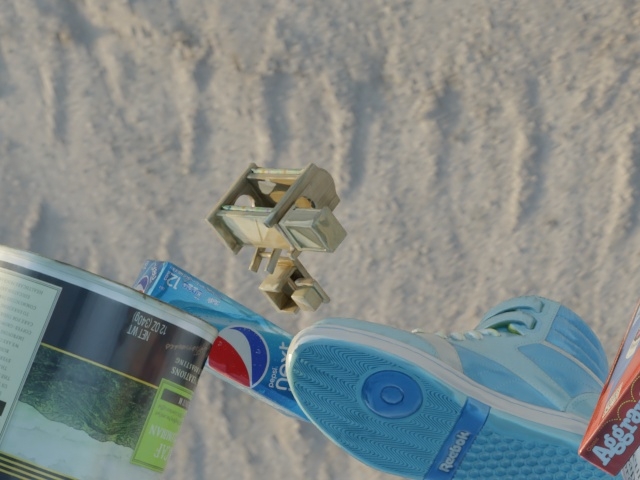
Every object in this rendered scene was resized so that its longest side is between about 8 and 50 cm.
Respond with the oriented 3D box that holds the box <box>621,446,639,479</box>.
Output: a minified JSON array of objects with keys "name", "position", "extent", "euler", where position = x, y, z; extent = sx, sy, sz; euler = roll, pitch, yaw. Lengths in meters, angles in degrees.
[{"name":"box","position":[0.264,0.250,1.047],"extent":[0.063,0.067,0.324],"euler":[91,170,-60]}]

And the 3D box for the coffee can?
[{"name":"coffee can","position":[-0.222,0.165,1.249],"extent":[0.201,0.201,0.275],"euler":[15,80,32]}]

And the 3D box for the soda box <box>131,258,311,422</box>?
[{"name":"soda box","position":[-0.087,0.098,1.508],"extent":[0.210,0.067,0.071],"euler":[32,169,-21]}]

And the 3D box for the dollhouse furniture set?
[{"name":"dollhouse furniture set","position":[0.000,0.000,1.707],"extent":[0.182,0.101,0.161],"euler":[4,139,48]}]

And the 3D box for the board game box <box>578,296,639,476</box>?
[{"name":"board game box","position":[0.221,0.005,0.893],"extent":[0.027,0.281,0.145],"euler":[32,123,5]}]

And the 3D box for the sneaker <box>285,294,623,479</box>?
[{"name":"sneaker","position":[0.122,0.112,1.384],"extent":[0.319,0.208,0.127],"euler":[25,126,-12]}]
